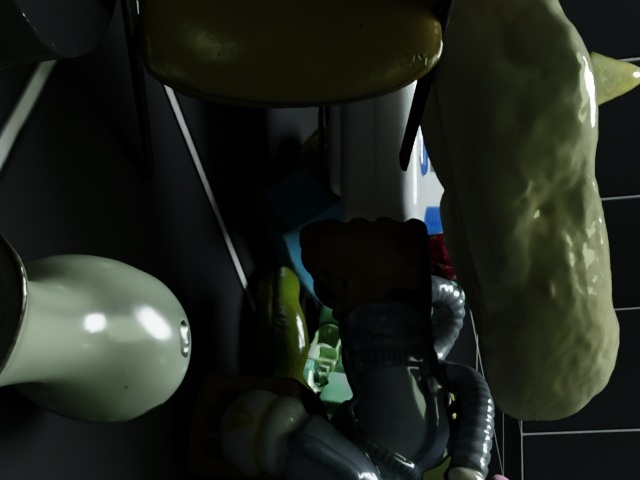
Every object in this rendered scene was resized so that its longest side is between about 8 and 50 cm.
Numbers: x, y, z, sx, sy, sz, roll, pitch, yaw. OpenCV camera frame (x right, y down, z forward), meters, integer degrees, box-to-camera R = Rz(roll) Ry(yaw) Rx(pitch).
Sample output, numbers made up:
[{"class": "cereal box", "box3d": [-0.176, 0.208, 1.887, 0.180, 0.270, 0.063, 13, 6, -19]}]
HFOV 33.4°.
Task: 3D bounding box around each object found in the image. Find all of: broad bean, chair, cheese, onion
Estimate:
[{"class": "broad bean", "box3d": [-0.024, 0.122, 0.790, 0.070, 0.048, 0.213, 37, 47, -71]}, {"class": "chair", "box3d": [-0.019, -0.145, 0.535, 0.247, 0.158, 0.172, 115, -29, -76]}, {"class": "cheese", "box3d": [0.118, -0.033, 0.644, 0.159, 0.093, 0.263, -103, 180, -64]}, {"class": "onion", "box3d": [0.175, 0.008, 1.527, 0.107, 0.097, 0.107, 173, -90, -68]}]

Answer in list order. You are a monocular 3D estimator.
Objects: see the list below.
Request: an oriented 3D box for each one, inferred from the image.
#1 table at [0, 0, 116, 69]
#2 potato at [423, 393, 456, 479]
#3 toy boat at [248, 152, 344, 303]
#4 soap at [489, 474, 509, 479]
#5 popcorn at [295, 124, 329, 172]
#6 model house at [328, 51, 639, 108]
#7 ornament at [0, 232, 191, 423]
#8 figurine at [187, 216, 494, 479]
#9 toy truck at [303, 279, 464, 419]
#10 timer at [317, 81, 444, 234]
[{"class": "table", "box3d": [-0.132, -0.142, 0.454, 0.133, 0.043, 0.133, -5, 90, -76]}, {"class": "potato", "box3d": [0.115, 0.204, 1.032, 0.120, 0.149, 0.081, 41, 35, -14]}, {"class": "toy boat", "box3d": [0.000, 0.000, 0.876, 0.077, 0.075, 0.185, 56, -1, 37]}, {"class": "soap", "box3d": [0.125, 0.385, 0.924, 0.324, 0.193, 0.109, -40, 145, -23]}, {"class": "popcorn", "box3d": [0.032, -0.055, 0.950, 0.121, 0.106, 0.116, 76, -6, -48]}, {"class": "model house", "box3d": [0.192, -0.124, 1.173, 0.267, 0.325, 0.194, 41, 44, -70]}, {"class": "ornament", "box3d": [-0.109, 0.036, 0.438, 0.075, 0.081, 0.156, -61, 161, 2]}, {"class": "figurine", "box3d": [0.012, 0.180, 0.635, 0.261, 0.186, 0.382, 44, 42, -61]}, {"class": "toy truck", "box3d": [0.051, 0.125, 0.949, 0.259, 0.128, 0.135, -60, 156, -67]}, {"class": "timer", "box3d": [0.055, -0.128, 0.816, 0.178, 0.078, 0.253, -4, 94, -74]}]
